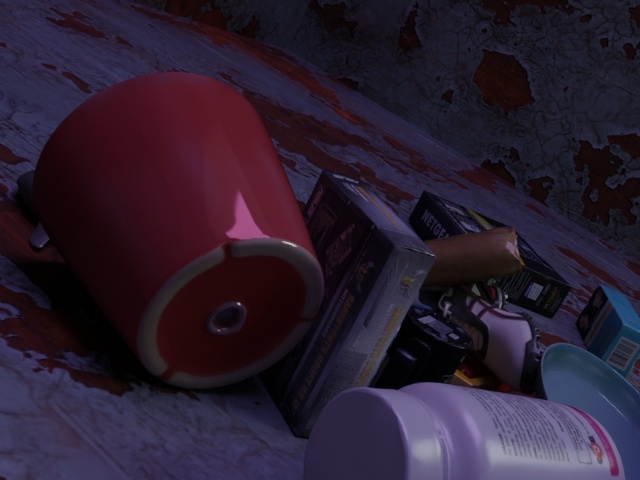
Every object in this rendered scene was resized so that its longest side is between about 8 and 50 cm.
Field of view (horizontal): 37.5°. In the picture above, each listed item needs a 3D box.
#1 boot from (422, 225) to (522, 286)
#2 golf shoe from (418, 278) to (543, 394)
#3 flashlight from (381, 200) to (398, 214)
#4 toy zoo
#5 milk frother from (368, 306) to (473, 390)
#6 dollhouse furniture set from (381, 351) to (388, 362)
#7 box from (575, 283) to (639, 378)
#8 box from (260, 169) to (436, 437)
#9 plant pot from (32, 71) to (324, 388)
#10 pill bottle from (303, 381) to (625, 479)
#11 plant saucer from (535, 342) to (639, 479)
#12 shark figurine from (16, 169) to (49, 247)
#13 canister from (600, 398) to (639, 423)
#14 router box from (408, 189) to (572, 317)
[{"bbox_3d":[0.145,0.037,1.317,0.269,0.089,0.236,-8,13,9],"label":"boot"},{"bbox_3d":[0.224,0.132,1.322,0.120,0.105,0.273,2,20,-12],"label":"golf shoe"},{"bbox_3d":[0.067,-0.031,1.525,0.103,0.103,0.304,-11,-6,12],"label":"flashlight"},{"bbox_3d":[0.186,0.157,1.371,0.192,0.030,0.293,37,19,30],"label":"toy zoo"},{"bbox_3d":[0.073,0.134,1.068,0.129,0.135,0.143,9,23,-47],"label":"milk frother"},{"bbox_3d":[-0.015,0.082,1.179,0.183,0.129,0.129,2,-1,35],"label":"dollhouse furniture set"},{"bbox_3d":[0.556,0.170,1.802,0.060,0.101,0.244,26,16,-1],"label":"box"},{"bbox_3d":[0.010,0.065,1.005,0.056,0.231,0.183,15,19,-32],"label":"box"},{"bbox_3d":[-0.134,0.002,0.974,0.274,0.275,0.243,13,30,-40],"label":"plant pot"},{"bbox_3d":[0.135,0.216,0.865,0.283,0.160,0.160,15,20,-37],"label":"pill bottle"},{"bbox_3d":[0.371,0.267,1.160,0.317,0.044,0.318,34,28,-21],"label":"plant saucer"},{"bbox_3d":[-0.239,-0.065,1.110,0.278,0.116,0.166,3,24,1],"label":"shark figurine"},{"bbox_3d":[0.396,0.237,1.381,0.126,0.073,0.170,28,15,-7],"label":"canister"},{"bbox_3d":[0.343,0.023,1.953,0.242,0.081,0.309,22,17,-21],"label":"router box"}]
